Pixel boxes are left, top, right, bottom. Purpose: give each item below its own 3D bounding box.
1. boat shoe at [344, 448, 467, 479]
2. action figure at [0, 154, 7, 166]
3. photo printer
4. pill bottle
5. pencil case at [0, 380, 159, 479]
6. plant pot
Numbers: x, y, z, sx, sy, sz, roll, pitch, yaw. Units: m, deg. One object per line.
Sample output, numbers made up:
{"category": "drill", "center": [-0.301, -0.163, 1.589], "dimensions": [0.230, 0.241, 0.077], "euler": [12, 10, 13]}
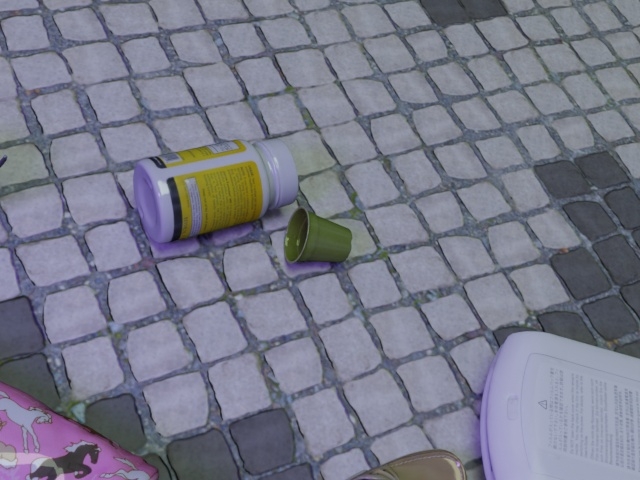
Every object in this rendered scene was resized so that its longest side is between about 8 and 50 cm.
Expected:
{"category": "boat shoe", "center": [0.062, 0.322, 1.095], "dimensions": [0.302, 0.098, 0.109], "euler": [-18, 63, -28]}
{"category": "action figure", "center": [-0.521, -0.092, 1.189], "dimensions": [0.276, 0.141, 0.164], "euler": [17, 49, 15]}
{"category": "photo printer", "center": [0.360, 0.261, 1.222], "dimensions": [0.308, 0.107, 0.256], "euler": [15, 53, -5]}
{"category": "pill bottle", "center": [-0.144, -0.075, 1.300], "dimensions": [0.209, 0.119, 0.119], "euler": [-15, 62, -25]}
{"category": "pencil case", "center": [-0.360, 0.237, 0.993], "dimensions": [0.386, 0.160, 0.167], "euler": [25, 77, 1]}
{"category": "plant pot", "center": [0.000, 0.000, 1.324], "dimensions": [0.079, 0.083, 0.083], "euler": [13, 52, -24]}
